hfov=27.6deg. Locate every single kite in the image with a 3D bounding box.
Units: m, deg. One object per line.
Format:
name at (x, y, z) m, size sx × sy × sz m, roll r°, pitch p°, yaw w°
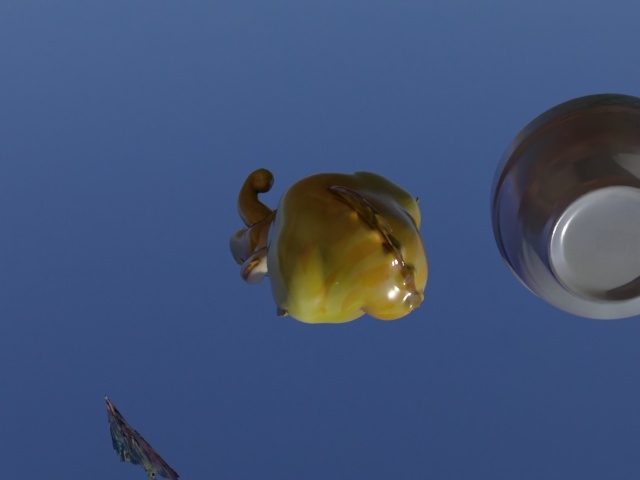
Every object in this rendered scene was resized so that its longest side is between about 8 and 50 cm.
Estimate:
kite at (-0.150, 0.196, 1.121) m, size 0.011 × 0.157 × 0.139 m, roll -35°, pitch -156°, yaw -24°

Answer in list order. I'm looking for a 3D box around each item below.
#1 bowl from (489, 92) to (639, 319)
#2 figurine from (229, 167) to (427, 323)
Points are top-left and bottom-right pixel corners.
bowl at (0.351, -0.021, 1.591) m, size 0.287 × 0.287 × 0.144 m, roll 2°, pitch -155°, yaw 4°
figurine at (0.000, 0.000, 1.076) m, size 0.156 × 0.131 × 0.246 m, roll -42°, pitch -158°, yaw -23°
